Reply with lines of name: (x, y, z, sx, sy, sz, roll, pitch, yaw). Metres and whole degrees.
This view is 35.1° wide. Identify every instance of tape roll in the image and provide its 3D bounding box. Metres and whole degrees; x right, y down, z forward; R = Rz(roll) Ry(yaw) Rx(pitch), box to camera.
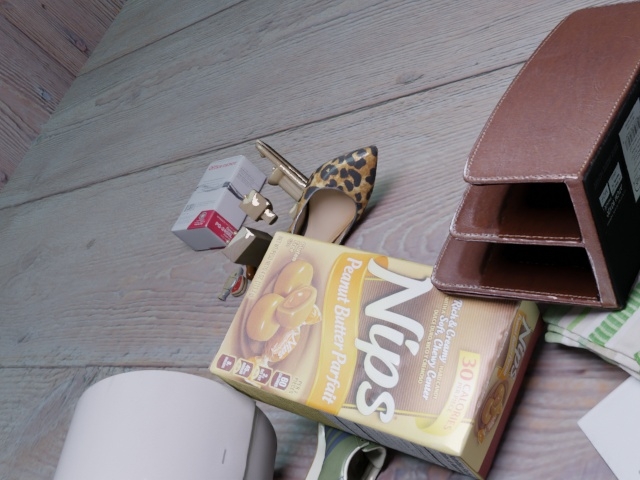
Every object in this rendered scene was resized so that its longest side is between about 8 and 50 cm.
tape roll: (-0.178, 0.286, 1.140, 0.246, 0.246, 0.169, -28, 35, 32)

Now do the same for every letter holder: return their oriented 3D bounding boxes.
letter holder: (0.229, -0.094, 1.011, 0.214, 0.152, 0.302, 3, 42, 38)

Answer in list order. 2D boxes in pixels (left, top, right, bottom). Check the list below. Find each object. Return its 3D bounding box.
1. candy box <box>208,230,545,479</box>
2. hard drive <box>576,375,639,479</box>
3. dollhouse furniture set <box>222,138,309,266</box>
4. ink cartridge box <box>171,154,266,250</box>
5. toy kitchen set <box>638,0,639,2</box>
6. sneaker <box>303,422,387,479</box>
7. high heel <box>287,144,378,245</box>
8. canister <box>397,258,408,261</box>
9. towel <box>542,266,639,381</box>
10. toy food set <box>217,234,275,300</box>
candy box: (0.056, 0.112, 1.077, 0.317, 0.087, 0.182, 13, 69, 35)
hard drive: (0.374, 0.083, 0.773, 0.353, 0.047, 0.233, -43, 12, 7)
dollhouse furniture set: (-0.101, -0.059, 1.502, 0.151, 0.123, 0.144, -50, -14, 6)
ink cartridge box: (-0.171, -0.063, 1.716, 0.109, 0.063, 0.150, -6, 50, 50)
toy kitchen set: (0.446, -0.252, 1.017, 0.207, 0.166, 0.122, -31, 33, 27)
sneaker: (0.039, 0.226, 1.112, 0.086, 0.064, 0.192, -14, 44, 34)
high heel: (0.000, 0.000, 1.375, 0.261, 0.093, 0.186, -50, 19, 33)
canister: (0.042, 0.106, 1.231, 0.170, 0.073, 0.126, -26, 38, 37)
towel: (0.336, 0.026, 0.880, 0.248, 0.038, 0.325, -46, 11, -3)
toy food set: (-0.115, 0.038, 1.569, 0.078, 0.019, 0.122, -3, 52, 51)
